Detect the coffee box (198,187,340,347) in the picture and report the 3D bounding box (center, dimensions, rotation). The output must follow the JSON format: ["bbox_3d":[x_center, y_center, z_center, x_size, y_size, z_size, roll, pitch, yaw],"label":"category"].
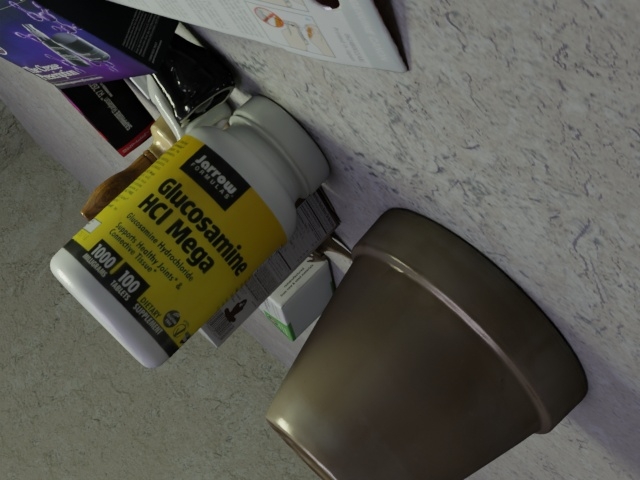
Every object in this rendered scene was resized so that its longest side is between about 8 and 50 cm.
[{"bbox_3d":[-0.113,0.007,1.468,0.141,0.246,0.098,34,164,40],"label":"coffee box"}]

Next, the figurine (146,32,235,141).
[{"bbox_3d":[-0.210,-0.240,1.406,0.209,0.092,0.215,53,169,4],"label":"figurine"}]

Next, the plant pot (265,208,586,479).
[{"bbox_3d":[0.099,0.174,1.246,0.323,0.280,0.323,42,168,11],"label":"plant pot"}]

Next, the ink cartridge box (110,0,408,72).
[{"bbox_3d":[-0.118,-0.291,0.889,0.385,0.091,0.308,19,165,27],"label":"ink cartridge box"}]

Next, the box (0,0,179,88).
[{"bbox_3d":[-0.304,-0.264,1.213,0.184,0.103,0.261,30,165,-34],"label":"box"}]

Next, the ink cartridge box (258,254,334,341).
[{"bbox_3d":[-0.115,0.019,1.825,0.278,0.117,0.201,42,167,18],"label":"ink cartridge box"}]

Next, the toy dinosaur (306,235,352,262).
[{"bbox_3d":[0.000,0.000,1.555,0.183,0.053,0.092,28,-167,8],"label":"toy dinosaur"}]

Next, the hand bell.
[{"bbox_3d":[-0.258,-0.117,1.559,0.126,0.242,0.126,43,167,12],"label":"hand bell"}]

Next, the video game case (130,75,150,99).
[{"bbox_3d":[-0.346,-0.333,1.569,0.285,0.025,0.204,50,179,-18],"label":"video game case"}]

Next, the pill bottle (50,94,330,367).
[{"bbox_3d":[-0.152,-0.018,1.311,0.188,0.334,0.188,42,168,12],"label":"pill bottle"}]

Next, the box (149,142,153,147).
[{"bbox_3d":[-0.308,-0.047,1.761,0.079,0.322,0.257,32,170,-12],"label":"box"}]

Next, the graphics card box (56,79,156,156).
[{"bbox_3d":[-0.403,-0.295,1.683,0.233,0.094,0.371,49,175,16],"label":"graphics card box"}]
